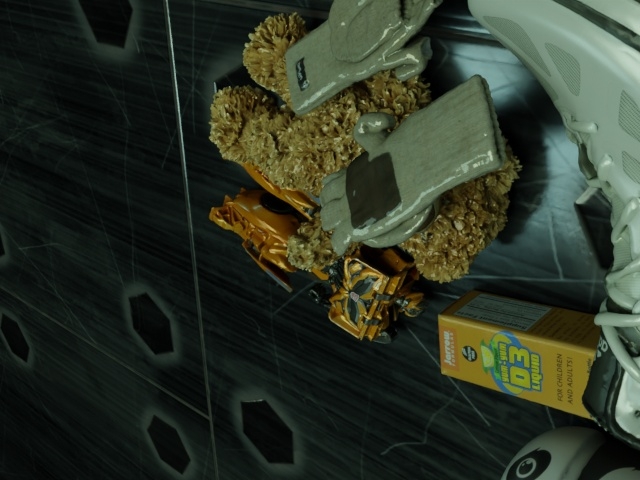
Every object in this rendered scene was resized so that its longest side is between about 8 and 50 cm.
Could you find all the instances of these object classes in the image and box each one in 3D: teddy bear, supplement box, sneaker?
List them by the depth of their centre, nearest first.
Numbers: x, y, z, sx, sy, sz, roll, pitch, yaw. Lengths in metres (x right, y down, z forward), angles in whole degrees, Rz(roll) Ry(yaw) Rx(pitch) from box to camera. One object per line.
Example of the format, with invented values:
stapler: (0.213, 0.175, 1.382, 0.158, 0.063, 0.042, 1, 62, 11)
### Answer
sneaker: (0.229, -0.003, 0.534, 0.447, 0.169, 0.257, 44, 111, 15)
supplement box: (0.229, 0.113, 0.721, 0.233, 0.080, 0.078, 11, 116, 43)
teddy bear: (0.025, -0.094, 0.748, 0.245, 0.113, 0.338, -40, 72, 12)

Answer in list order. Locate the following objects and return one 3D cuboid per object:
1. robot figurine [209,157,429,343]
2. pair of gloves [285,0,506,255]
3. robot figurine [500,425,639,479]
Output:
robot figurine: (0.000, 0.000, 0.876, 0.291, 0.085, 0.211, 39, 134, 23)
pair of gloves: (0.056, -0.117, 0.634, 0.204, 0.042, 0.240, -37, 57, 44)
robot figurine: (0.292, 0.280, 0.674, 0.278, 0.209, 0.174, 20, 136, 38)
